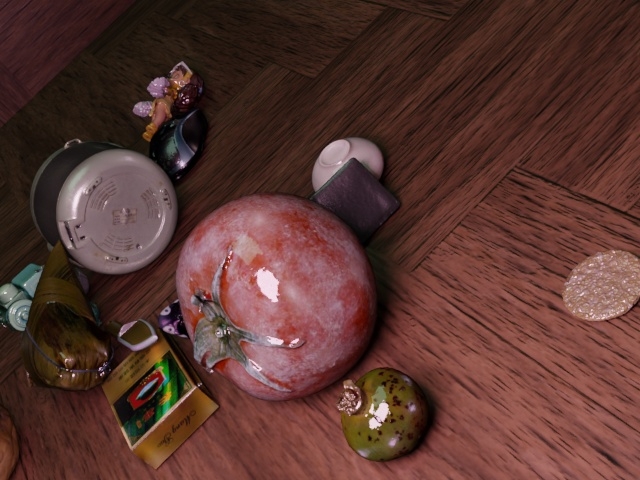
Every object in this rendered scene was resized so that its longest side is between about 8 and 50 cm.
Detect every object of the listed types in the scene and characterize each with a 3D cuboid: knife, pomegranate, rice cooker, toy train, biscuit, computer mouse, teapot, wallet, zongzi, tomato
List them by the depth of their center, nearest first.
[{"bbox_3d":[0.378,0.059,1.215,0.120,0.015,0.120,-25,37,21],"label":"biscuit"},{"bbox_3d":[0.084,0.231,1.216,0.130,0.130,0.130,-26,36,21],"label":"pomegranate"},{"bbox_3d":[-0.071,0.082,1.372,0.317,0.316,0.282,3,25,47],"label":"tomato"},{"bbox_3d":[0.014,-0.020,1.580,0.244,0.124,0.025,-45,3,-7],"label":"wallet"},{"bbox_3d":[0.051,-0.128,1.694,0.145,0.092,0.226,-37,37,8],"label":"teapot"},{"bbox_3d":[-0.479,0.133,1.731,0.286,0.138,0.300,-13,73,60],"label":"zongzi"},{"bbox_3d":[-0.364,0.170,1.745,0.061,0.027,0.343,-43,17,-16],"label":"knife"},{"bbox_3d":[-0.571,0.149,1.900,0.163,0.203,0.112,-47,30,-23],"label":"toy train"},{"bbox_3d":[-0.475,-0.072,1.990,0.288,0.288,0.277,-52,33,-15],"label":"rice cooker"},{"bbox_3d":[-0.352,-0.239,2.213,0.137,0.096,0.233,-24,38,25],"label":"computer mouse"}]

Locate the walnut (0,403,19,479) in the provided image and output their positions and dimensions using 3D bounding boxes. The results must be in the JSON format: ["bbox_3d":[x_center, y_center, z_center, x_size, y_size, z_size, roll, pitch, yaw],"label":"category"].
[{"bbox_3d":[-0.684,0.399,1.718,0.225,0.225,0.261,-41,29,1],"label":"walnut"}]

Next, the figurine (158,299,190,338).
[{"bbox_3d":[-0.178,0.117,1.615,0.222,0.145,0.145,-13,42,22],"label":"figurine"}]

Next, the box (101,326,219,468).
[{"bbox_3d":[-0.284,0.266,1.591,0.159,0.071,0.240,-43,32,-6],"label":"box"}]

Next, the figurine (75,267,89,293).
[{"bbox_3d":[-0.564,0.098,2.051,0.082,0.094,0.086,-7,-2,-12],"label":"figurine"}]

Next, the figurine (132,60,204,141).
[{"bbox_3d":[-0.391,-0.358,2.352,0.240,0.116,0.175,-51,8,-38],"label":"figurine"}]
